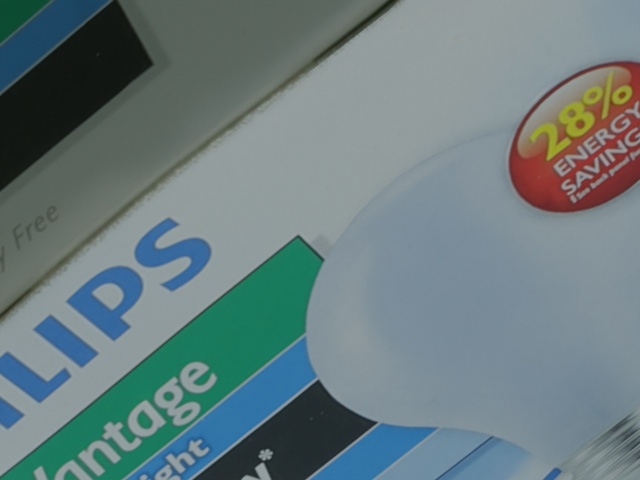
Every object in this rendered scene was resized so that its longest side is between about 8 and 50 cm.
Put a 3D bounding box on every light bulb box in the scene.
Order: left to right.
[{"bbox_3d":[0.000,0.000,0.834,0.358,0.225,0.361,-39,136,8],"label":"light bulb box"}]
